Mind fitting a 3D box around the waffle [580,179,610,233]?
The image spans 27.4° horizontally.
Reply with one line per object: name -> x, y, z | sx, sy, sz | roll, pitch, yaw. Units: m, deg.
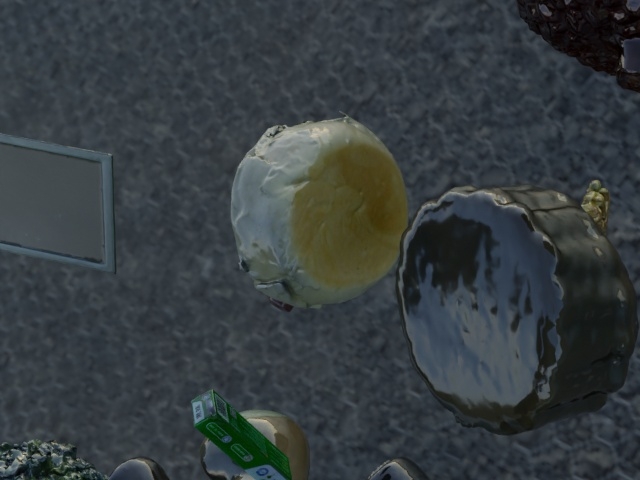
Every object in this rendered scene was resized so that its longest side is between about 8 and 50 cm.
waffle -> 0.357, 0.017, 1.755 | 0.038, 0.191, 0.191 | 10, 73, 16

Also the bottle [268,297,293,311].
bottle -> 0.000, 0.000, 2.008 | 0.104, 0.104, 0.245 | 18, 72, 48

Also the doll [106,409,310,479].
doll -> -0.096, 0.282, 0.920 | 0.330, 0.235, 0.174 | -39, 45, -19

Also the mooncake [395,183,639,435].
mooncake -> 0.176, 0.056, 1.159 | 0.228, 0.124, 0.228 | 23, 118, 54

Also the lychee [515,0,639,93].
lychee -> 0.253, -0.208, 0.870 | 0.260, 0.260, 0.260 | -23, 53, 34

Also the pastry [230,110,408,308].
pastry -> -0.002, -0.039, 1.734 | 0.133, 0.265, 0.265 | 11, 76, 46

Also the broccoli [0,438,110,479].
broccoli -> -0.244, 0.313, 1.057 | 0.165, 0.145, 0.304 | 9, 86, 33

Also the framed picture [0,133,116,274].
framed picture -> -0.287, -0.042, 1.286 | 0.183, 0.142, 0.011 | 11, 36, 9

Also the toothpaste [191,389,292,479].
toothpaste -> -0.045, 0.118, 0.767 | 0.017, 0.083, 0.020 | -30, 40, 13

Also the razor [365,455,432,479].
razor -> 0.160, 0.504, 2.013 | 0.204, 0.113, 0.349 | -35, 63, -15
